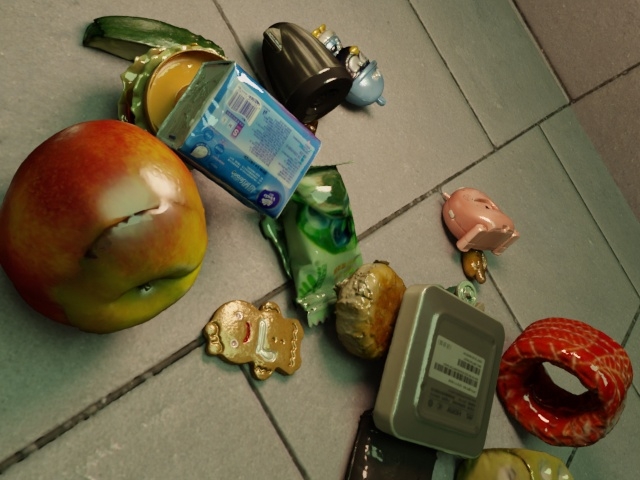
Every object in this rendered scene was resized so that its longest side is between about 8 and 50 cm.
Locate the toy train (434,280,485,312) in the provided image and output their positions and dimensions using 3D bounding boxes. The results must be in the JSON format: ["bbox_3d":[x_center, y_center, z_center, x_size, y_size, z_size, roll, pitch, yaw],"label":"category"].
[{"bbox_3d":[0.353,0.246,1.479,0.304,0.150,0.221,-22,94,-39],"label":"toy train"}]

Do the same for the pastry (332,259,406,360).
[{"bbox_3d":[0.124,0.179,1.315,0.236,0.121,0.257,-47,130,-39],"label":"pastry"}]

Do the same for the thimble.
[{"bbox_3d":[0.722,0.419,1.565,0.231,0.350,0.350,-20,83,-43],"label":"thimble"}]

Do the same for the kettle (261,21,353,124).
[{"bbox_3d":[-0.049,-0.499,1.473,0.251,0.207,0.271,-27,80,-36],"label":"kettle"}]

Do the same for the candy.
[{"bbox_3d":[0.005,0.000,1.309,0.263,0.172,0.397,-18,94,-38],"label":"candy"}]

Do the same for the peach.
[{"bbox_3d":[-0.376,-0.030,0.908,0.370,0.370,0.370,17,60,-32],"label":"peach"}]

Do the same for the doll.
[{"bbox_3d":[0.092,-0.540,1.641,0.314,0.141,0.177,44,45,-10],"label":"doll"}]

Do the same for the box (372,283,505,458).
[{"bbox_3d":[0.316,0.332,1.308,0.367,0.090,0.373,27,71,-32],"label":"box"}]

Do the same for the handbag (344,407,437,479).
[{"bbox_3d":[0.176,0.547,1.236,0.247,0.080,0.223,38,50,-19],"label":"handbag"}]

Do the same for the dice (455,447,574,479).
[{"bbox_3d":[0.504,0.673,1.335,0.227,0.233,0.238,26,56,-28],"label":"dice"}]

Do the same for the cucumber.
[{"bbox_3d":[-0.388,-0.478,1.258,0.325,0.105,0.145,7,66,-33],"label":"cucumber"}]

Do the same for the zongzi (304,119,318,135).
[{"bbox_3d":[-0.037,-0.311,1.497,0.067,0.073,0.083,32,93,-23],"label":"zongzi"}]

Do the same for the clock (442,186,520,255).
[{"bbox_3d":[0.526,-0.086,1.750,0.227,0.142,0.241,7,47,-33],"label":"clock"}]

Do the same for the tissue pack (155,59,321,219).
[{"bbox_3d":[-0.159,-0.199,1.051,0.263,0.146,0.198,37,82,-41],"label":"tissue pack"}]

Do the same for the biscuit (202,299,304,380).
[{"bbox_3d":[-0.144,0.215,1.168,0.249,0.035,0.184,24,56,-28],"label":"biscuit"}]

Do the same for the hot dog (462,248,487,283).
[{"bbox_3d":[0.517,0.081,1.741,0.090,0.060,0.140,30,55,-20],"label":"hot dog"}]

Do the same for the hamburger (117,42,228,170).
[{"bbox_3d":[-0.301,-0.290,1.148,0.274,0.212,0.274,-11,108,-37],"label":"hamburger"}]
